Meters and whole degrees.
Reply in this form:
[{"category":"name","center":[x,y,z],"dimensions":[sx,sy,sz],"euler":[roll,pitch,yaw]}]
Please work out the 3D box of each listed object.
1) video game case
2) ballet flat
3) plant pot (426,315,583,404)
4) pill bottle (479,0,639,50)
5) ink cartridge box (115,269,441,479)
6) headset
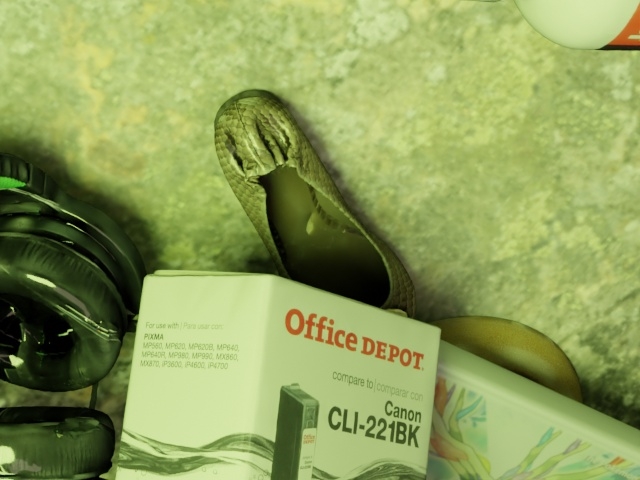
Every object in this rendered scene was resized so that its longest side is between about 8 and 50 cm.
[{"category":"video game case","center":[0.112,0.231,1.334],"dimensions":[0.329,0.036,0.300],"euler":[25,121,-21]},{"category":"ballet flat","center":[0.000,0.000,1.193],"dimensions":[0.084,0.058,0.250],"euler":[-28,126,4]},{"category":"plant pot","center":[0.103,0.166,1.349],"dimensions":[0.236,0.032,0.236],"euler":[-8,125,-12]},{"category":"pill bottle","center":[0.237,-0.207,1.052],"dimensions":[0.323,0.181,0.181],"euler":[-1,123,-16]},{"category":"ink cartridge box","center":[-0.030,0.168,1.105],"dimensions":[0.197,0.114,0.272],"euler":[19,73,-50]},{"category":"headset","center":[-0.162,0.092,1.104],"dimensions":[0.185,0.243,0.394],"euler":[-1,161,18]}]
